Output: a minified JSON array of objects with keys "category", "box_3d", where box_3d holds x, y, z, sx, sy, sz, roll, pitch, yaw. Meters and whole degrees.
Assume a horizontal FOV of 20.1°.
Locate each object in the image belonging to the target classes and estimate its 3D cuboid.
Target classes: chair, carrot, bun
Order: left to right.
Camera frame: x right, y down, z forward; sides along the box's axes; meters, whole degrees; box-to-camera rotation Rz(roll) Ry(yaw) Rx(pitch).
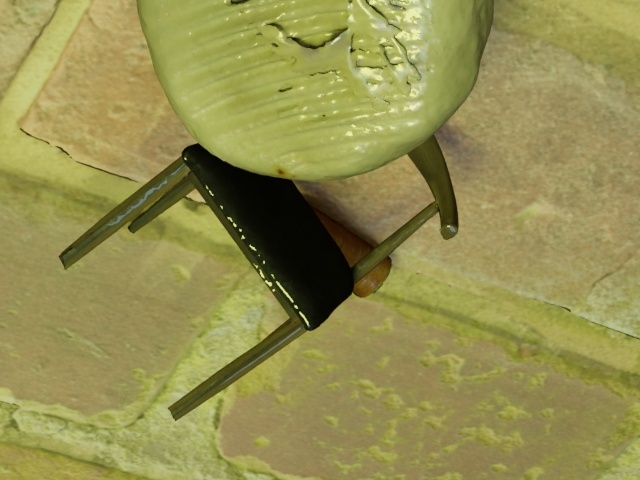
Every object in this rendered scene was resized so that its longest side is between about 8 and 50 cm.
[{"category":"chair","box_3d":[-0.041,-0.011,1.443,0.272,0.166,0.188,-37,89,19]},{"category":"carrot","box_3d":[0.000,0.000,1.566,0.139,0.048,0.048,34,123,-31]},{"category":"bun","box_3d":[0.000,-0.173,1.295,0.273,0.168,0.273,8,118,16]}]
